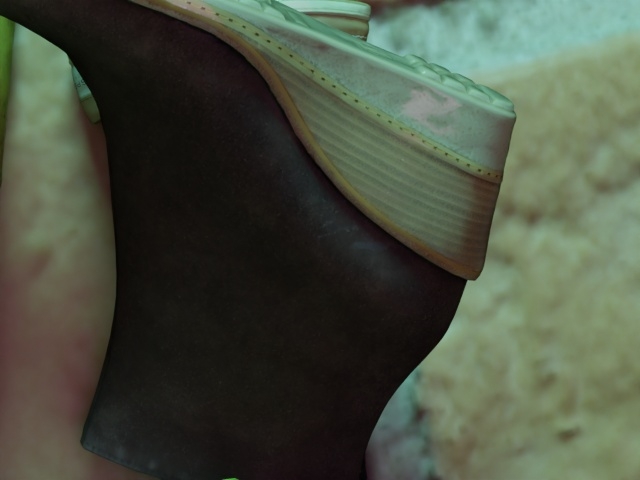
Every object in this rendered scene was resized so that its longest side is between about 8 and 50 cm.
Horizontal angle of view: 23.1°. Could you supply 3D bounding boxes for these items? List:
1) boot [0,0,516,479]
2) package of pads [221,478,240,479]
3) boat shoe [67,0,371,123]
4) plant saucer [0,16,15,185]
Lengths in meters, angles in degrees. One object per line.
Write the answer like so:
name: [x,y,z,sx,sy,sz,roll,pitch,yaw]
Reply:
boot: [-0.061,-0.003,0.630,0.248,0.090,0.207,23,104,-9]
package of pads: [-0.081,0.222,0.522,0.296,0.101,0.229,-20,50,-39]
boat shoe: [-0.042,-0.078,0.686,0.135,0.050,0.045,-9,90,-5]
plant saucer: [-0.276,-0.030,0.558,0.332,0.081,0.333,7,72,-19]
